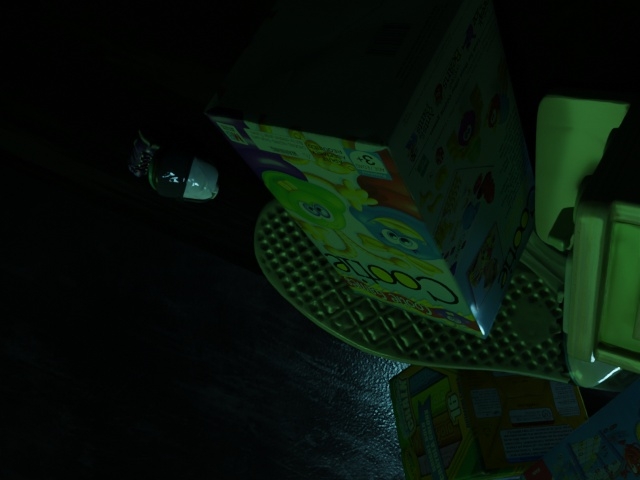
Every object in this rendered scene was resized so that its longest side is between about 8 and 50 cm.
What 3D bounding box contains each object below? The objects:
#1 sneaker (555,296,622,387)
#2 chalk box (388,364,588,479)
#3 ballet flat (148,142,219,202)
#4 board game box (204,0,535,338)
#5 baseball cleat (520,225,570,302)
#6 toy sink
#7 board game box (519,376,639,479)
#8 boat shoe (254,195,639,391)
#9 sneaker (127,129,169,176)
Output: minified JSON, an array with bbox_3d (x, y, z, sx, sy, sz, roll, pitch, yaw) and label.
[{"bbox_3d":[0.284,0.050,0.519,0.086,0.237,0.085,-4,108,56],"label":"sneaker"},{"bbox_3d":[0.221,0.264,0.891,0.180,0.179,0.289,0,152,-17],"label":"chalk box"},{"bbox_3d":[-0.227,-0.113,1.075,0.096,0.095,0.280,14,180,-4],"label":"ballet flat"},{"bbox_3d":[0.064,-0.056,0.477,0.142,0.144,0.275,17,159,34],"label":"board game box"},{"bbox_3d":[0.232,-0.013,0.624,0.206,0.109,0.072,50,146,10],"label":"baseball cleat"},{"bbox_3d":[0.239,0.005,0.401,0.234,0.131,0.152,17,140,33],"label":"toy sink"},{"bbox_3d":[0.443,0.237,0.698,0.302,0.308,0.086,20,-150,-32],"label":"board game box"},{"bbox_3d":[0.165,0.053,0.725,0.500,0.186,0.156,14,-170,-3],"label":"boat shoe"},{"bbox_3d":[-0.311,-0.148,1.095,0.068,0.071,0.170,27,168,-19],"label":"sneaker"}]
